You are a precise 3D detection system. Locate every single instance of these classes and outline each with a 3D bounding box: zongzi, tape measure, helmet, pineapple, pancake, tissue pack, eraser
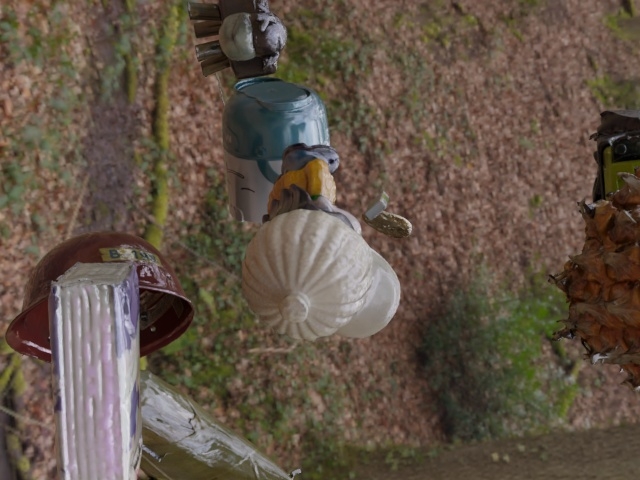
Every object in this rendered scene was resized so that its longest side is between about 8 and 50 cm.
[{"bbox_3d":[-0.290,0.397,1.607,0.447,0.418,0.181,66,35,-45],"label":"zongzi"},{"bbox_3d":[0.481,-0.098,1.179,0.199,0.112,0.186,-50,130,-60],"label":"tape measure"},{"bbox_3d":[-0.473,0.098,1.600,0.337,0.384,0.230,-47,-131,40],"label":"helmet"},{"bbox_3d":[0.487,0.070,0.923,0.300,0.352,0.353,-136,-152,-59],"label":"pineapple"},{"bbox_3d":[0.166,-0.044,1.897,0.139,0.139,0.022,65,45,-67],"label":"pancake"},{"bbox_3d":[-0.350,0.217,1.192,0.242,0.125,0.344,-150,-120,-78],"label":"tissue pack"},{"bbox_3d":[0.098,-0.061,1.302,0.019,0.038,0.083,46,16,-6],"label":"eraser"}]

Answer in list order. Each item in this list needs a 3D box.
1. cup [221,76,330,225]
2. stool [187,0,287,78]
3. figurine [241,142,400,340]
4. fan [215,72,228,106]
[{"bbox_3d":[-0.105,-0.192,1.541,0.289,0.219,0.258,34,-44,49],"label":"cup"},{"bbox_3d":[-0.111,-0.278,1.022,0.217,0.121,0.125,-114,-165,-67],"label":"stool"},{"bbox_3d":[-0.029,-0.007,1.054,0.332,0.204,0.185,-118,-144,-45],"label":"figurine"},{"bbox_3d":[-0.202,-0.278,1.759,0.227,0.008,0.153,70,1,-50],"label":"fan"}]
